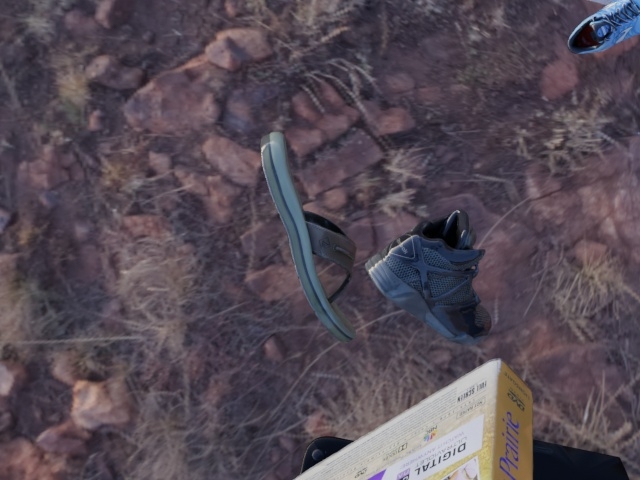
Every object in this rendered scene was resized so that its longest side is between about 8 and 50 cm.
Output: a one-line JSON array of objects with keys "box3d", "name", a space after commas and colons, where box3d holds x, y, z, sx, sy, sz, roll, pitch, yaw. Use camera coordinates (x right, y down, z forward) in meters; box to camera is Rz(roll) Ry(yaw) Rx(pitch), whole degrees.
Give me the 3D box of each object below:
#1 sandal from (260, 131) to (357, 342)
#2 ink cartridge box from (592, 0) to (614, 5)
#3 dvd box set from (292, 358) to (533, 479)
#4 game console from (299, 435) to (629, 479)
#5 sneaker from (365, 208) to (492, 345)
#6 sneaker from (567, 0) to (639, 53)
[{"box3d": [0.000, -0.001, 1.233, 0.086, 0.120, 0.302, -18, 109, -2], "name": "sandal"}, {"box3d": [0.384, -0.445, 1.348, 0.066, 0.232, 0.189, 6, 92, 62], "name": "ink cartridge box"}, {"box3d": [0.041, 0.313, 0.782, 0.062, 0.420, 0.308, 43, 120, -15], "name": "dvd box set"}, {"box3d": [0.147, 0.310, 1.035, 0.361, 0.044, 0.213, 9, 65, 13], "name": "game console"}, {"box3d": [0.169, 0.047, 1.160, 0.130, 0.227, 0.087, -42, 40, 15], "name": "sneaker"}, {"box3d": [0.393, -0.285, 1.250, 0.063, 0.073, 0.162, 58, 143, 0], "name": "sneaker"}]
